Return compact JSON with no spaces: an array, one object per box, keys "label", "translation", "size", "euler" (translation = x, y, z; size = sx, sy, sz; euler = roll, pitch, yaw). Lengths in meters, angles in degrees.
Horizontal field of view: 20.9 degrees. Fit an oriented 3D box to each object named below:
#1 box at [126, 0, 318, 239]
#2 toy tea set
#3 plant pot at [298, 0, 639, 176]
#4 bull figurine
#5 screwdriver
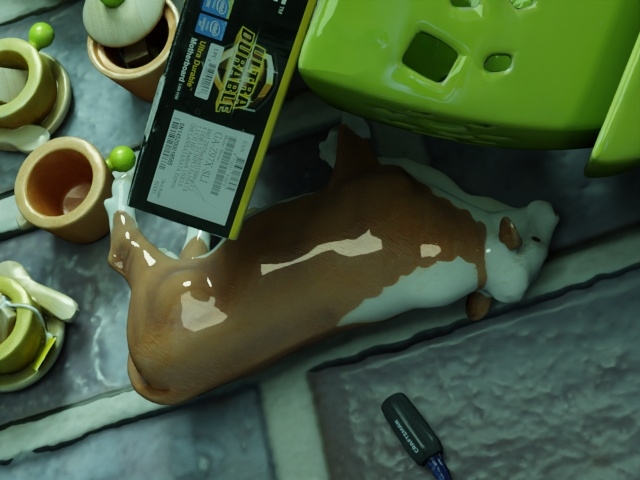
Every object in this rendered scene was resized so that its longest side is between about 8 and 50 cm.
[{"label":"box","translation":[-0.037,-0.192,1.105],"size":[0.079,0.257,0.322],"euler":[15,29,-5]},{"label":"toy tea set","translation":[-0.233,-0.065,1.267],"size":[0.200,0.124,0.336],"euler":[22,77,26]},{"label":"plant pot","translation":[0.132,-0.154,1.030],"size":[0.207,0.228,0.227],"euler":[21,92,6]},{"label":"bull figurine","translation":[0.000,0.000,1.175],"size":[0.310,0.101,0.188],"euler":[-22,56,3]},{"label":"screwdriver","translation":[0.088,0.170,1.118],"size":[0.025,0.024,0.170],"euler":[-32,66,3]}]
